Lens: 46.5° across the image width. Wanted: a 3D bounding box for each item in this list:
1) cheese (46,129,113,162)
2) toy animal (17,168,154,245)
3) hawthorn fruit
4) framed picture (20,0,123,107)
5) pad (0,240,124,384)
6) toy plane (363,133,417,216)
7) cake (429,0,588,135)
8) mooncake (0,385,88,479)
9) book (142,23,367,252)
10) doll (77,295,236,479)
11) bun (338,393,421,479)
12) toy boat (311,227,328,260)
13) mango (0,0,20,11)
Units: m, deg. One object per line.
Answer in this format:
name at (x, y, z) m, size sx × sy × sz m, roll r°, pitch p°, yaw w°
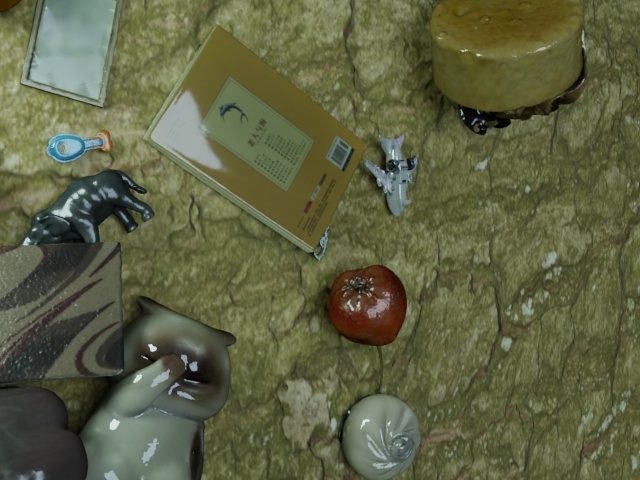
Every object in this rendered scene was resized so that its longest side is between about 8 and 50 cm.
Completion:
cheese at (-0.399, -0.158, 1.237) m, size 0.111 × 0.017 × 0.047 m, roll -16°, pitch 100°, yaw -32°
toy animal at (-0.395, -0.014, 1.200) m, size 0.269 × 0.082 × 0.137 m, roll -38°, pitch 105°, yaw -22°
hawthorn fruit at (0.113, 0.182, 1.490) m, size 0.165 × 0.165 × 0.285 m, roll -39°, pitch 125°, yaw -27°
framed picture at (-0.410, -0.336, 1.242) m, size 0.136 × 0.010 × 0.201 m, roll 13°, pitch 81°, yaw -31°
pad at (-0.457, 0.105, 1.086) m, size 0.330 × 0.004 × 0.220 m, roll -3°, pitch 65°, yaw -14°
toy plane at (0.158, -0.136, 1.566) m, size 0.162 × 0.065 × 0.171 m, roll -10°, pitch 89°, yaw -43°
cake at (0.403, -0.363, 1.617) m, size 0.332 × 0.332 × 0.321 m, roll -46°, pitch 142°, yaw -25°
mooncake at (-0.440, 0.343, 1.034) m, size 0.154 × 0.306 × 0.306 m, roll -6°, pitch 92°, yaw -40°
book at (-0.106, -0.187, 1.405) m, size 0.389 × 0.032 × 0.269 m, roll 36°, pitch 69°, yaw -23°
doll at (-0.270, 0.287, 1.184) m, size 0.215 × 0.226 × 0.370 m, roll 22°, pitch 78°, yaw -9°
bun at (0.133, 0.398, 1.496) m, size 0.172 × 0.120 × 0.173 m, roll 0°, pitch 91°, yaw -33°
toy boat at (0.000, 0.000, 1.474) m, size 0.038 × 0.038 × 0.083 m, roll 10°, pitch 82°, yaw -32°
mango at (-0.500, -0.427, 1.142) m, size 0.115 × 0.089 × 0.165 m, roll 18°, pitch 76°, yaw -32°
